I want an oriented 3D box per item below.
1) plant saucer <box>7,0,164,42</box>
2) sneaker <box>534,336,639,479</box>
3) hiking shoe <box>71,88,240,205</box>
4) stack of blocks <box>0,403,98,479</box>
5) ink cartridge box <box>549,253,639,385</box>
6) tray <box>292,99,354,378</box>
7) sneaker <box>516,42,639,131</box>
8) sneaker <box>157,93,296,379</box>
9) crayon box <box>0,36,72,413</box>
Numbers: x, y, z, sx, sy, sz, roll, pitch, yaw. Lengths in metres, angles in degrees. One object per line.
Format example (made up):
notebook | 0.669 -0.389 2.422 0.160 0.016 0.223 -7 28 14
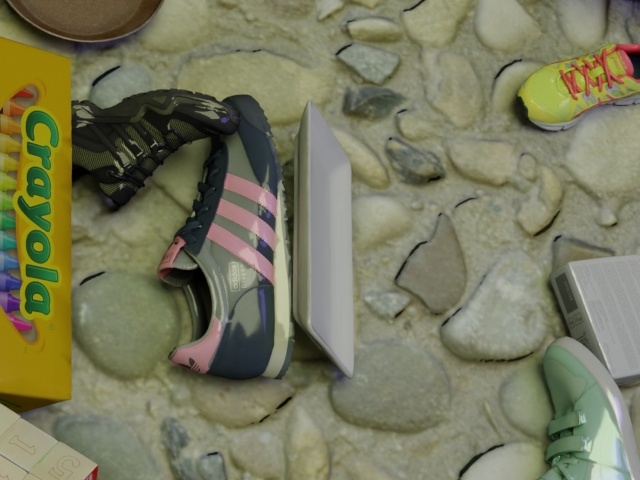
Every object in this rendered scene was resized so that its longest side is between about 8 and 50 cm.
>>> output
plant saucer | -0.269 -0.302 1.727 0.198 0.036 0.199 6 67 -14
sneaker | 0.253 0.231 1.635 0.151 0.094 0.256 -11 71 -18
hiking shoe | -0.190 -0.093 1.618 0.226 0.086 0.114 -5 83 14
stack of blocks | -0.243 0.263 1.355 0.297 0.171 0.087 30 47 16
ink cartridge box | 0.358 0.088 1.768 0.179 0.045 0.145 -3 67 -38
tray | 0.000 0.000 1.633 0.030 0.145 0.270 -9 61 16
sneaker | 0.328 -0.197 1.837 0.208 0.094 0.081 -20 77 -22
sneaker | -0.107 -0.011 1.613 0.131 0.112 0.319 1 67 -20
crayon box | -0.389 -0.034 1.454 0.313 0.106 0.363 13 67 -42
